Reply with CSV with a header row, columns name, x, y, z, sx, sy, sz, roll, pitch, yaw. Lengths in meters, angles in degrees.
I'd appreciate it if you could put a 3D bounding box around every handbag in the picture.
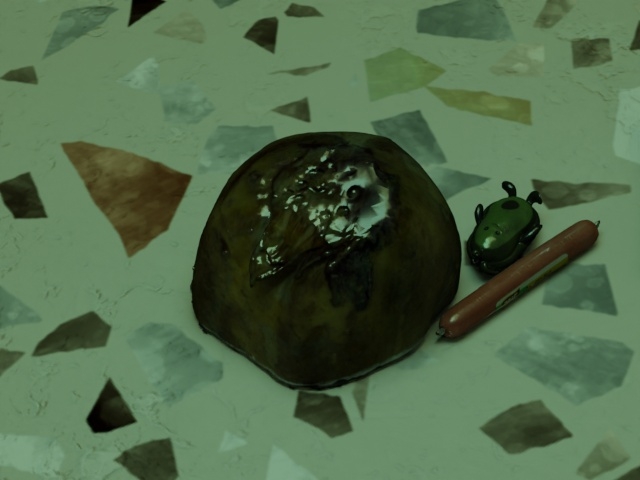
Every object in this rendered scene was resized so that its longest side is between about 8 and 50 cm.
name,x,y,z,sx,sy,sz,roll,pitch,yaw
handbag,0.183,-0.006,1.830,0.072,0.047,0.111,19,48,23

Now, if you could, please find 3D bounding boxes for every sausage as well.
name,x,y,z,sx,sy,sz,roll,pitch,yaw
sausage,0.198,0.036,1.800,0.223,0.029,0.029,-33,52,-24

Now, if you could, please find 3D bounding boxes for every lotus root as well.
name,x,y,z,sx,sy,sz,roll,pitch,yaw
lotus root,0.000,0.000,1.760,0.272,0.192,0.272,-1,53,2
